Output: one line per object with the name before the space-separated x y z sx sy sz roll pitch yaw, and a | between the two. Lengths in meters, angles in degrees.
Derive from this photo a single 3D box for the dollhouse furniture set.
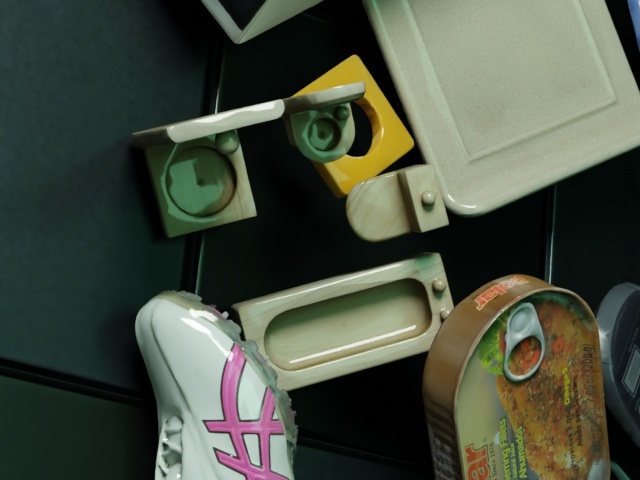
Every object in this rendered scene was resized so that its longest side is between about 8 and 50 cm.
dollhouse furniture set | 0.000 0.000 0.942 0.144 0.123 0.151 -15 94 -12

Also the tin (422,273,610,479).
tin | 0.108 0.106 1.025 0.106 0.040 0.189 -29 125 -32

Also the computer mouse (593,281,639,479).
computer mouse | 0.206 0.161 1.124 0.262 0.060 0.184 46 51 -32

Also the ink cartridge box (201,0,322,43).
ink cartridge box | 0.027 -0.248 1.067 0.333 0.065 0.165 -34 81 -38

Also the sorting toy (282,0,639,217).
sorting toy | 0.100 -0.122 1.124 0.348 0.047 0.196 -23 88 -36

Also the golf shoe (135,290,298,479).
golf shoe | -0.051 0.116 0.936 0.086 0.067 0.186 -29 96 -36
